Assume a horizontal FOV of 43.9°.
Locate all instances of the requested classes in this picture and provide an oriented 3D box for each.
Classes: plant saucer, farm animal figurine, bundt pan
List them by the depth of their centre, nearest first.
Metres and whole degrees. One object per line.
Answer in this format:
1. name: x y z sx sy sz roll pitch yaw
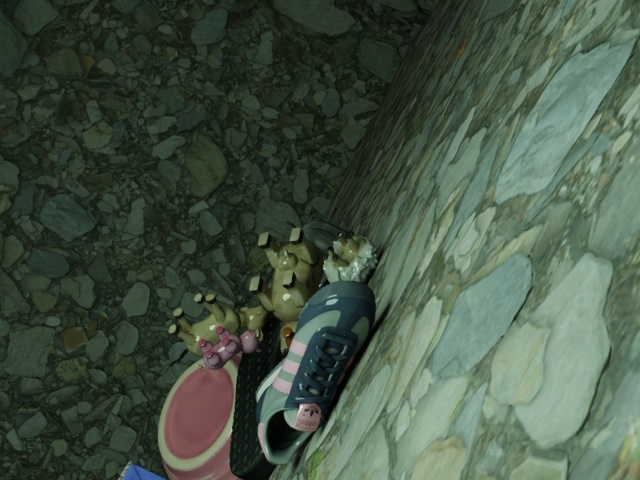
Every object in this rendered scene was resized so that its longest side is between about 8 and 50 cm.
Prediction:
1. farm animal figurine: -0.078 0.128 1.462 0.172 0.330 0.326 54 -128 -46
2. plant saucer: -0.232 0.375 1.687 0.332 0.084 0.332 -26 46 31
3. bundt pan: -0.054 0.082 2.074 0.330 0.124 0.331 -56 2 3

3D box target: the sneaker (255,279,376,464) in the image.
1. sneaker: -0.003 0.200 1.147 0.131 0.112 0.319 -95 25 -51

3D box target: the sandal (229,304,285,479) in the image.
1. sandal: -0.087 0.274 1.567 0.167 0.107 0.445 -37 32 38

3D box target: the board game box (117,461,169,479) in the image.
1. board game box: -0.258 0.523 1.177 0.291 0.232 0.141 -61 3 14
